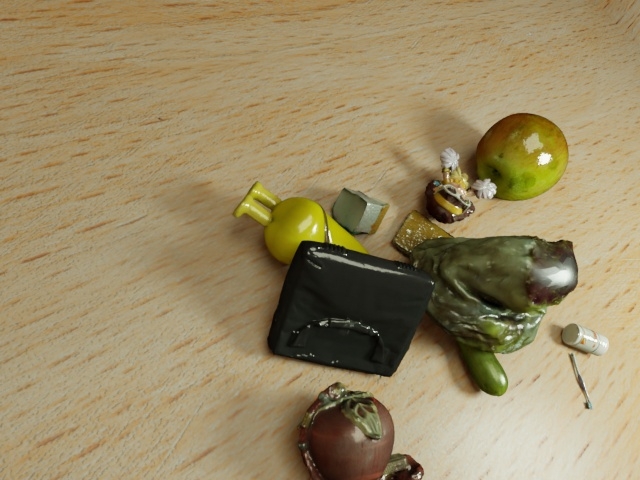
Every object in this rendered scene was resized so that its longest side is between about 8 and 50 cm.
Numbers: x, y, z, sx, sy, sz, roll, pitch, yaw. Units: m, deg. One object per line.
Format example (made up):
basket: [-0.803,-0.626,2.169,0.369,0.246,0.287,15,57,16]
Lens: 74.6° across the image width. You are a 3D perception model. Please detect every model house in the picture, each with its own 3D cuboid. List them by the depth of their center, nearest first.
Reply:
model house: [0.097,-0.066,0.996,0.100,0.087,0.101,7,24,-43]

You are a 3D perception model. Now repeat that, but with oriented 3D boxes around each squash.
squash: [0.339,0.243,0.920,0.067,0.066,0.201,-12,62,-26]

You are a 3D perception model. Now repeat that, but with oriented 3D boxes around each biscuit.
biscuit: [0.296,0.031,1.043,0.237,0.026,0.131,36,58,0]

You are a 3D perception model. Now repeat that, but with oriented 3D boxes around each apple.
apple: [0.555,-0.229,1.194,0.226,0.246,0.246,-41,82,-14]

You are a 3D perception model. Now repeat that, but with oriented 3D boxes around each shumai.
shumai: [0.370,0.055,0.868,0.310,0.263,0.303,-1,55,-28]

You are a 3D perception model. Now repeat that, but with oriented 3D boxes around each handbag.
handbag: [0.054,0.132,0.798,0.276,0.244,0.088,14,16,-15]

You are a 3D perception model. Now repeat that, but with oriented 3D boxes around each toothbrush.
toothbrush: [0.625,0.335,1.007,0.013,0.011,0.131,19,54,-35]

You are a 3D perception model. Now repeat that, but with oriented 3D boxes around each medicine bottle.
medicine bottle: [0.654,0.245,1.040,0.089,0.057,0.057,23,57,-8]

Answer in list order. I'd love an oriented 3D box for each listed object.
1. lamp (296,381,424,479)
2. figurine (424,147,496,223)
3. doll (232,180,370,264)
lamp: [0.064,0.348,0.721,0.215,0.151,0.223,-5,107,-17]
figurine: [0.352,-0.135,1.104,0.175,0.115,0.240,38,50,0]
doll: [0.000,0.000,0.883,0.363,0.145,0.199,33,42,-11]
